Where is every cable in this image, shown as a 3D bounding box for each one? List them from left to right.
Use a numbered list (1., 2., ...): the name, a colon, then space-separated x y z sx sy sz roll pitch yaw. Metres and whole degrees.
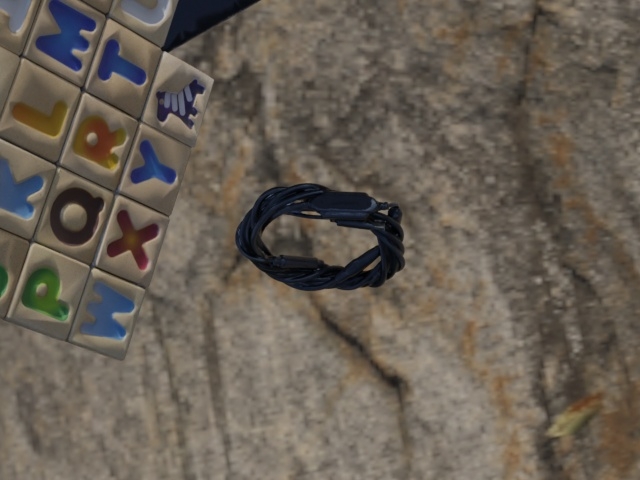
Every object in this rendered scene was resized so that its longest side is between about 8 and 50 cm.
1. cable: 0.000 0.000 1.548 0.151 0.184 0.047 86 -175 -50

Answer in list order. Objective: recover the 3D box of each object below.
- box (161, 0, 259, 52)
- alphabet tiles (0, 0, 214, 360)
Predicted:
1. box: -0.106 -0.329 1.314 0.343 0.312 0.179 -21 116 39
2. alphabet tiles: -0.130 -0.080 0.685 0.009 0.198 0.237 8 77 43
